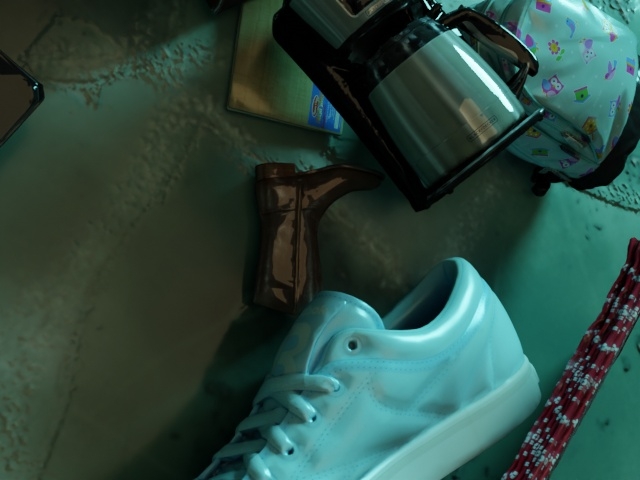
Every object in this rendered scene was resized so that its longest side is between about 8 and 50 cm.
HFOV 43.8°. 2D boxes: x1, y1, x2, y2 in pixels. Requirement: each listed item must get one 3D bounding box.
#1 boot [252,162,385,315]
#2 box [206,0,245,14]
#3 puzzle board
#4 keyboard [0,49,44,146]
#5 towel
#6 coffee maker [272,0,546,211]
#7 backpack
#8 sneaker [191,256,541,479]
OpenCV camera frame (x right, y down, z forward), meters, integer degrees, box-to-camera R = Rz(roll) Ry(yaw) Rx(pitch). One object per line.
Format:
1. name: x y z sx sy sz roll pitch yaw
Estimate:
1. boot: 0.000 0.000 0.605 0.107 0.037 0.114 -1 81 -12
2. box: 0.036 -0.348 0.602 0.381 0.143 0.191 -32 92 -23
3. puzzle board: -0.020 -0.153 0.628 0.096 0.011 0.128 11 80 -24
4. keyboard: -0.257 -0.058 0.456 0.108 0.023 0.180 43 68 -21
5. towel: 0.177 0.146 0.606 0.031 0.199 0.275 28 68 23
6. coffee maker: 0.051 -0.115 0.583 0.120 0.171 0.178 -38 89 -28
7. backpack: 0.186 -0.137 0.660 0.182 0.115 0.151 24 71 -27
8. sneaker: -0.007 0.120 0.544 0.366 0.135 0.150 -26 94 -36
